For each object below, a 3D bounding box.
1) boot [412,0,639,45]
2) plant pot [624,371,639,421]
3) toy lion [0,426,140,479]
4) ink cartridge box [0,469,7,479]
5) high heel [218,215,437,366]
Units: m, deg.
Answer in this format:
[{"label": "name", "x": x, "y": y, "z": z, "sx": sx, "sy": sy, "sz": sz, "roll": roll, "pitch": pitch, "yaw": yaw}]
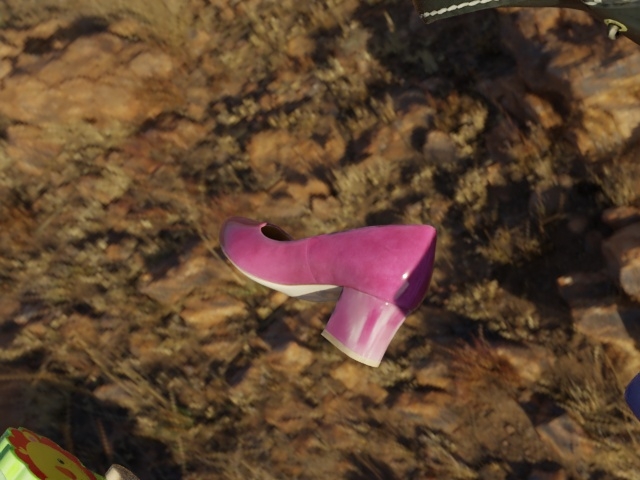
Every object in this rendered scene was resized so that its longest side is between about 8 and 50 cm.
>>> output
[{"label": "boot", "x": 0.156, "y": -0.060, "z": 0.415, "sx": 0.236, "sy": 0.179, "sz": 0.085, "roll": -5, "pitch": 19, "yaw": 28}, {"label": "plant pot", "x": 0.329, "y": 0.112, "z": 0.498, "sx": 0.236, "sy": 0.236, "sz": 0.212, "roll": -45, "pitch": 15, "yaw": 11}, {"label": "toy lion", "x": -0.126, "y": 0.137, "z": 0.545, "sx": 0.034, "sy": 0.096, "sz": 0.100, "roll": -52, "pitch": 41, "yaw": -2}, {"label": "ink cartridge box", "x": -0.236, "y": 0.101, "z": 0.359, "sx": 0.212, "sy": 0.154, "sz": 0.093, "roll": -35, "pitch": 18, "yaw": -31}, {"label": "high heel", "x": 0.000, "y": 0.000, "z": 0.870, "sx": 0.244, "sy": 0.082, "sz": 0.117, "roll": 37, "pitch": 102, "yaw": 53}]
